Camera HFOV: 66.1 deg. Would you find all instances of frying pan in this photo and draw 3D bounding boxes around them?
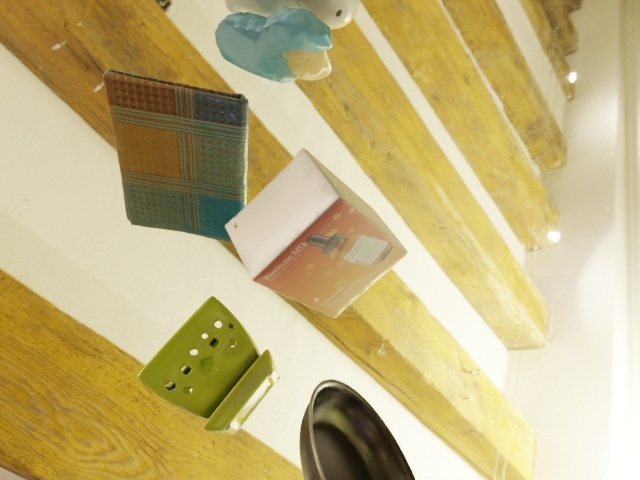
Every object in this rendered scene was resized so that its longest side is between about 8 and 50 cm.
[{"bbox_3d":[0.078,0.283,0.467,0.326,0.053,0.197,57,-165,8],"label":"frying pan"}]

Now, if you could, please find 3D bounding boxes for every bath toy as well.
[{"bbox_3d":[-0.017,-0.357,0.539,0.151,0.129,0.349,10,-102,-18],"label":"bath toy"}]

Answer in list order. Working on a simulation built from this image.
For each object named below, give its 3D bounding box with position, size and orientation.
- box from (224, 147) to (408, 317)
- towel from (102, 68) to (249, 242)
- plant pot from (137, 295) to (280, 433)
[{"bbox_3d":[0.000,0.000,0.577,0.170,0.130,0.091,32,-161,-50],"label":"box"},{"bbox_3d":[-0.279,-0.151,0.999,0.271,0.370,0.040,11,-135,-1],"label":"towel"},{"bbox_3d":[-0.221,0.292,1.078,0.207,0.227,0.228,35,-110,14],"label":"plant pot"}]
